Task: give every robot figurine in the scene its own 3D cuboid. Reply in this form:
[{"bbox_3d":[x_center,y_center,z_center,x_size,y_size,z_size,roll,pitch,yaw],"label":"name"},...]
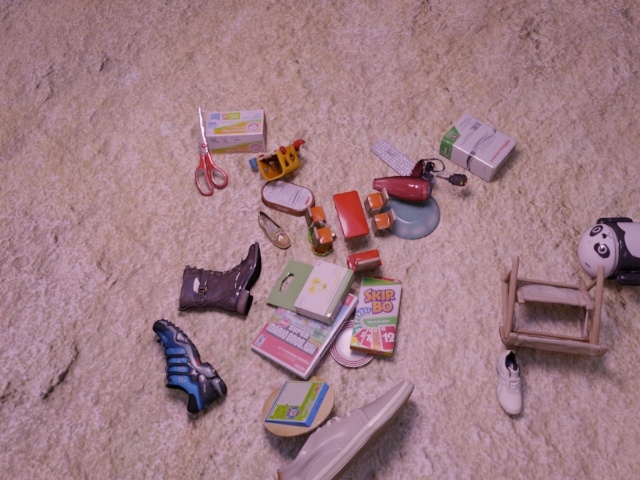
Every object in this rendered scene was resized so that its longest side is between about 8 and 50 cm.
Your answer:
[{"bbox_3d":[0.907,0.029,1.754,0.278,0.209,0.174,0,100,3],"label":"robot figurine"}]

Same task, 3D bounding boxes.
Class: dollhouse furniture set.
[{"bbox_3d":[0.108,-0.032,1.827,0.262,0.135,0.259,-13,71,-9],"label":"dollhouse furniture set"}]

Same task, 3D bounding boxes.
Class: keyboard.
[{"bbox_3d":[0.282,-0.261,2.049,0.072,0.014,0.256,-39,66,-17],"label":"keyboard"}]

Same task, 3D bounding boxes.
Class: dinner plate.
[{"bbox_3d":[0.095,0.301,1.736,0.141,0.017,0.141,-2,60,3],"label":"dinner plate"}]

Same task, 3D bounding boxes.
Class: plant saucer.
[{"bbox_3d":[0.291,-0.097,1.934,0.194,0.037,0.195,-3,64,5],"label":"plant saucer"}]

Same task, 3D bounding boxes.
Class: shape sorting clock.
[{"bbox_3d":[-0.060,0.446,1.607,0.206,0.040,0.206,-19,27,10],"label":"shape sorting clock"}]

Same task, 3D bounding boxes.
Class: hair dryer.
[{"bbox_3d":[0.309,-0.192,1.950,0.293,0.080,0.223,-9,25,-16],"label":"hair dryer"}]

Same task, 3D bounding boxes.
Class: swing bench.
[{"bbox_3d":[0.651,0.199,1.685,0.253,0.165,0.255,7,66,7],"label":"swing bench"}]

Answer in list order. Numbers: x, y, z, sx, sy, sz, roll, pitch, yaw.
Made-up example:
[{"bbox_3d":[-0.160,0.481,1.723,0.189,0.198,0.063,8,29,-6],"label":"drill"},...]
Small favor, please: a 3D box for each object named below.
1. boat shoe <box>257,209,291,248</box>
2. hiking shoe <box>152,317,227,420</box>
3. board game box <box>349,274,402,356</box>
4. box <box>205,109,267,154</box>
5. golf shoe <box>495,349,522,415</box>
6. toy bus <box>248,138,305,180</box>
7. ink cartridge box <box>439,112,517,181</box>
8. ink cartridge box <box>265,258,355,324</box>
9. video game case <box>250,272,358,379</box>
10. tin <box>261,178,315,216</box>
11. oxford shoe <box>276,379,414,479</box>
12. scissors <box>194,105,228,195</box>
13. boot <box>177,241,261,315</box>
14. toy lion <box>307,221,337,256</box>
[{"bbox_3d":[-0.152,-0.036,1.924,0.056,0.048,0.153,-33,64,-15],"label":"boat shoe"},{"bbox_3d":[-0.399,0.348,1.681,0.132,0.113,0.304,-39,65,-18],"label":"hiking shoe"},{"bbox_3d":[0.168,0.211,1.762,0.124,0.039,0.259,9,52,7],"label":"board game box"},{"bbox_3d":[-0.293,-0.381,2.096,0.203,0.103,0.114,-3,60,2],"label":"box"},{"bbox_3d":[0.518,0.384,1.627,0.069,0.086,0.176,-1,62,0],"label":"golf shoe"},{"bbox_3d":[-0.123,-0.264,2.013,0.202,0.191,0.104,-23,98,-14],"label":"toy bus"},{"bbox_3d":[0.534,-0.315,2.023,0.208,0.087,0.153,36,68,22],"label":"ink cartridge box"},{"bbox_3d":[-0.035,0.137,1.776,0.235,0.056,0.171,17,61,24],"label":"ink cartridge box"},{"bbox_3d":[-0.045,0.243,1.749,0.204,0.025,0.285,23,63,29],"label":"video game case"},{"bbox_3d":[-0.110,-0.144,1.992,0.189,0.040,0.106,17,67,12],"label":"tin"},{"bbox_3d":[0.064,0.505,1.542,0.449,0.169,0.130,-39,64,-12],"label":"oxford shoe"},{"bbox_3d":[-0.403,-0.301,2.020,0.109,0.021,0.297,-20,92,2],"label":"scissors"},{"bbox_3d":[-0.310,0.106,1.828,0.228,0.091,0.263,10,63,8],"label":"boot"},{"bbox_3d":[0.000,0.000,1.908,0.100,0.034,0.096,30,74,19],"label":"toy lion"}]
